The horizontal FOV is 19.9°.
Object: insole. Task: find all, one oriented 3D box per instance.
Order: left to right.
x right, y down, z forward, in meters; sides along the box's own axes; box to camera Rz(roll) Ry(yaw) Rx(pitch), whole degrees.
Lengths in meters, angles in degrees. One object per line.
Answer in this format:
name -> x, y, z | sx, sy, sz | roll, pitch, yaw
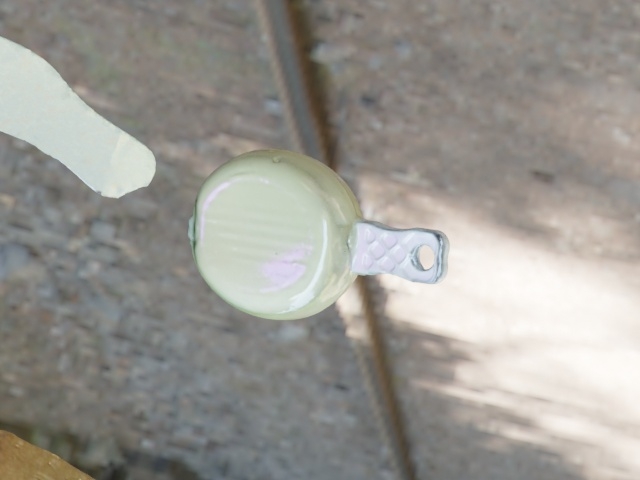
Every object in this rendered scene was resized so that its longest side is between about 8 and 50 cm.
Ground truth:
insole -> -0.195, -0.090, 1.291 | 0.197, 0.065, 0.004 | 34, -162, -32

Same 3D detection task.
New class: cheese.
cheese -> 0.000, 0.000, 1.438 | 0.227, 0.137, 0.064 | 8, -170, 33

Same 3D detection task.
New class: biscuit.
biscuit -> -0.316, 0.308, 2.003 | 0.160, 0.030, 0.250 | 30, -158, -12
